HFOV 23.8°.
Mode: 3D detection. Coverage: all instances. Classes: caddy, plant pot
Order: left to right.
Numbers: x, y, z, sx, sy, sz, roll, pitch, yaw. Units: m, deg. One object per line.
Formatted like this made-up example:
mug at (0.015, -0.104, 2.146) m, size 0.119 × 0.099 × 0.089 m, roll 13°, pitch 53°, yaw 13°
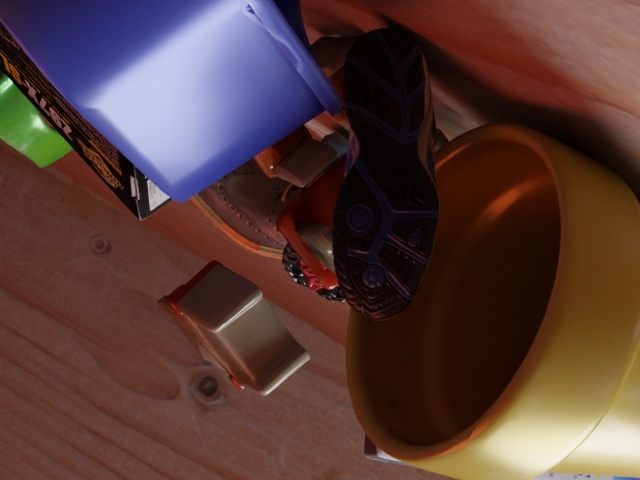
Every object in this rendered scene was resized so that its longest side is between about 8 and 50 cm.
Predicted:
caddy at (-0.103, -0.182, 0.972) m, size 0.241 × 0.179 × 0.341 m, roll 57°, pitch -176°, yaw 28°
plant pot at (0.185, 0.069, 1.130) m, size 0.239 × 0.254 × 0.254 m, roll 20°, pitch 180°, yaw -29°

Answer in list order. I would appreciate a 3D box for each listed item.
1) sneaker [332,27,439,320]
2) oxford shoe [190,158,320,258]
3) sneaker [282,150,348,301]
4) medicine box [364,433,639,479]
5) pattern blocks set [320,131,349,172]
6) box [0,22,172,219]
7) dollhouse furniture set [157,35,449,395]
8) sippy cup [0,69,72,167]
sneaker at (0.056, -0.046, 1.119) m, size 0.080 × 0.211 × 0.081 m, roll 5°, pitch 176°, yaw 14°
oxford shoe at (0.002, -0.039, 1.686) m, size 0.363 × 0.130 × 0.133 m, roll 27°, pitch 154°, yaw 7°
sneaker at (0.044, -0.051, 1.416) m, size 0.104 × 0.125 × 0.262 m, roll 32°, pitch 146°, yaw -8°
medicine box at (0.205, 0.200, 1.743) m, size 0.289 × 0.149 × 0.263 m, roll 9°, pitch 172°, yaw 0°
pattern blocks set at (-0.100, -0.170, 1.553) m, size 0.325 × 0.026 × 0.285 m, roll 37°, pitch 172°, yaw -19°
box at (-0.232, -0.196, 1.285) m, size 0.322 × 0.079 × 0.257 m, roll 46°, pitch 163°, yaw 15°
dollhouse furniture set at (0.000, 0.000, 1.248) m, size 0.262 × 0.259 × 0.135 m, roll 54°, pitch 167°, yaw -21°
sippy cup at (-0.363, -0.231, 1.624) m, size 0.240 × 0.305 × 0.224 m, roll 1°, pitch 176°, yaw 12°
